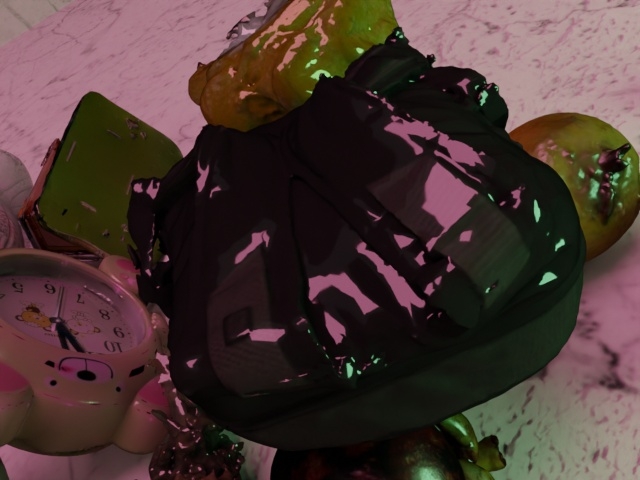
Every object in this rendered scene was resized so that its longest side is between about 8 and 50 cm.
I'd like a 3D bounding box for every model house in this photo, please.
[{"bbox_3d":[-0.359,-0.062,1.075,0.154,0.207,0.293,-34,37,34],"label":"model house"}]

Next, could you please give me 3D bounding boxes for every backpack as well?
[{"bbox_3d":[0.017,-0.012,0.537,0.364,0.254,0.445,-29,23,-1],"label":"backpack"}]

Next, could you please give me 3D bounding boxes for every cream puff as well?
[{"bbox_3d":[0.006,-0.211,0.914,0.323,0.270,0.274,-52,25,-14],"label":"cream puff"}]

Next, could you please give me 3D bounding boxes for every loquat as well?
[{"bbox_3d":[0.240,-0.054,0.707,0.172,0.149,0.205,-44,24,-17],"label":"loquat"}]

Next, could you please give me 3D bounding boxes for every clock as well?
[{"bbox_3d":[-0.310,0.112,0.776,0.114,0.284,0.309,-59,41,15],"label":"clock"}]

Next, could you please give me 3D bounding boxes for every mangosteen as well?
[{"bbox_3d":[0.059,0.202,0.538,0.200,0.199,0.199,-17,41,15],"label":"mangosteen"}]

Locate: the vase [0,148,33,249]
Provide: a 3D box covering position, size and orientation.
[{"bbox_3d":[-0.586,0.004,1.093,0.250,0.249,0.445,-29,34,1],"label":"vase"}]

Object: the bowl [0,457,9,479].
[{"bbox_3d":[-0.417,0.299,0.661,0.307,0.163,0.306,-6,81,44],"label":"bowl"}]

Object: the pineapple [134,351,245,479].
[{"bbox_3d":[-0.110,0.241,0.587,0.175,0.175,0.361,-22,40,9],"label":"pineapple"}]
